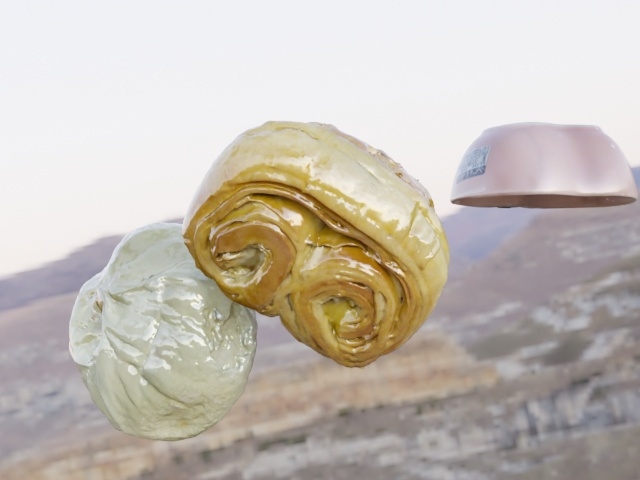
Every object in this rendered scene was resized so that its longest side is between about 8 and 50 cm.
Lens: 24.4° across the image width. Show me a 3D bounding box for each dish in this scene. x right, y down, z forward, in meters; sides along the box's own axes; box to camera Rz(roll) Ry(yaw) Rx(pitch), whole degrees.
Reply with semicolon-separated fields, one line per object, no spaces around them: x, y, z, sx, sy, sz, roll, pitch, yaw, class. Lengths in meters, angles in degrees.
0.254;-0.087;1.684;0.213;0.090;0.213;0;-3;0;dish

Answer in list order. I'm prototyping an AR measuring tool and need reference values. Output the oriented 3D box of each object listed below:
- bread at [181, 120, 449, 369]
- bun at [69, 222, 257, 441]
0.001;-0.002;1.323;0.198;0.236;0.120;-53;4;36;bread
-0.166;0.083;1.447;0.134;0.220;0.220;9;-16;-44;bun
